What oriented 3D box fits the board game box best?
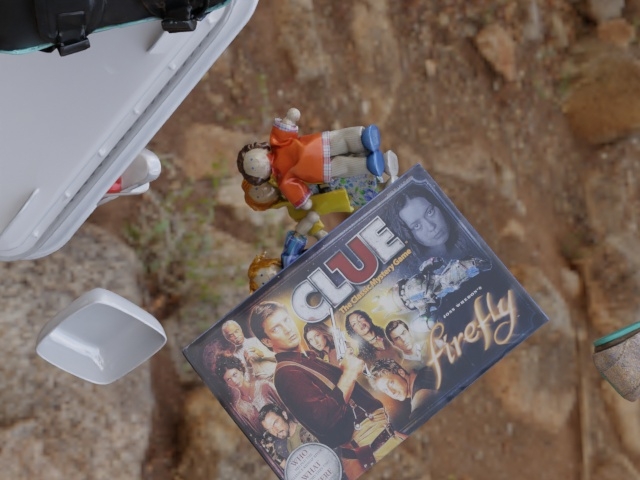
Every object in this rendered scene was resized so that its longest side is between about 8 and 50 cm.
[{"bbox_3d":[0.034,0.077,0.964,0.165,0.243,0.042,50,-6,6],"label":"board game box"}]

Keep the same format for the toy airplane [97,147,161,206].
[{"bbox_3d":[-0.351,-0.239,1.760,0.272,0.386,0.384,21,19,-38],"label":"toy airplane"}]

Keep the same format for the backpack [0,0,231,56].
[{"bbox_3d":[-0.136,-0.220,0.678,0.144,0.165,0.188,-105,-175,-46],"label":"backpack"}]

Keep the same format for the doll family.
[{"bbox_3d":[0.000,0.000,1.176,0.118,0.163,0.263,-31,113,-70],"label":"doll family"}]

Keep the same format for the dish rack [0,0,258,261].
[{"bbox_3d":[-0.236,-0.148,0.850,0.285,0.333,0.072,38,22,-14],"label":"dish rack"}]

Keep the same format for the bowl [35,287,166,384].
[{"bbox_3d":[-0.297,0.122,1.630,0.142,0.142,0.053,34,29,-40],"label":"bowl"}]

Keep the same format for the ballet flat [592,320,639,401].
[{"bbox_3d":[0.498,0.109,1.531,0.106,0.316,0.107,63,4,9],"label":"ballet flat"}]
